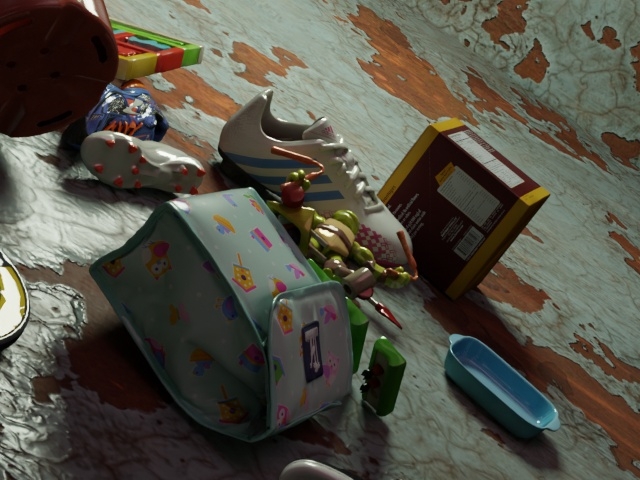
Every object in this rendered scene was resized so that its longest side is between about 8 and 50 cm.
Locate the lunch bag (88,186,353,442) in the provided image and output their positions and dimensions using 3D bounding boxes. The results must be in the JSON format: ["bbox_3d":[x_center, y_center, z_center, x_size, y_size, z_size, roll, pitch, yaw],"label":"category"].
[{"bbox_3d":[-0.082,0.083,1.481,0.262,0.160,0.223,52,20,10],"label":"lunch bag"}]

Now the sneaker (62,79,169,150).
[{"bbox_3d":[-0.256,-0.153,1.808,0.087,0.083,0.221,42,24,3],"label":"sneaker"}]

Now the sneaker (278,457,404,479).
[{"bbox_3d":[0.043,0.270,1.398,0.217,0.079,0.121,38,17,-16],"label":"sneaker"}]

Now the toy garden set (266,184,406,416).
[{"bbox_3d":[0.003,0.070,1.616,0.049,0.204,0.244,-29,60,-27],"label":"toy garden set"}]

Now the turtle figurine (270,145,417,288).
[{"bbox_3d":[0.000,0.000,1.857,0.269,0.087,0.217,44,29,-2],"label":"turtle figurine"}]

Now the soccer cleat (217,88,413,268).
[{"bbox_3d":[0.013,-0.087,1.974,0.331,0.143,0.116,32,22,-9],"label":"soccer cleat"}]

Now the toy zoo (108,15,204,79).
[{"bbox_3d":[-0.306,-0.270,1.928,0.192,0.030,0.293,18,18,15],"label":"toy zoo"}]

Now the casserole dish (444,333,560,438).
[{"bbox_3d":[0.237,0.200,1.862,0.188,0.037,0.114,41,23,15],"label":"casserole dish"}]

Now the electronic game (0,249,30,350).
[{"bbox_3d":[-0.378,0.027,1.304,0.229,0.048,0.229,30,23,-14],"label":"electronic game"}]

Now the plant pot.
[{"bbox_3d":[-0.370,-0.281,1.645,0.272,0.272,0.265,13,39,-44],"label":"plant pot"}]

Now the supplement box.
[{"bbox_3d":[0.203,-0.051,2.111,0.194,0.191,0.129,41,22,12],"label":"supplement box"}]

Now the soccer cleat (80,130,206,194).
[{"bbox_3d":[-0.232,-0.100,1.762,0.196,0.068,0.076,14,16,-47],"label":"soccer cleat"}]
